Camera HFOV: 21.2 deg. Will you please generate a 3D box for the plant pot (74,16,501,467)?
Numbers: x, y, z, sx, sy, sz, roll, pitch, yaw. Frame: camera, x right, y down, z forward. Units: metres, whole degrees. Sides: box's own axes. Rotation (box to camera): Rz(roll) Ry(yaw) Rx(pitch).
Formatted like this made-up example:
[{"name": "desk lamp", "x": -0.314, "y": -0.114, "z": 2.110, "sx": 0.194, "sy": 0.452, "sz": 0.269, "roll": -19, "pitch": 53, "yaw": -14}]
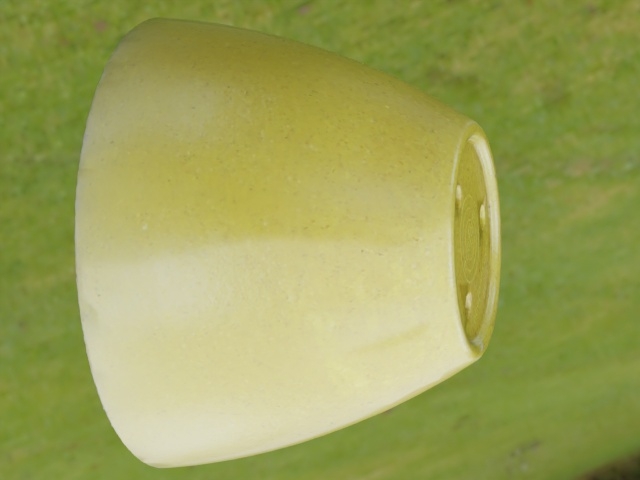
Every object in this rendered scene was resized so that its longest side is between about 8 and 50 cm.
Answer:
[{"name": "plant pot", "x": 0.000, "y": 0.000, "z": 0.498, "sx": 0.095, "sy": 0.134, "sz": 0.134, "roll": -1, "pitch": 173, "yaw": 17}]
